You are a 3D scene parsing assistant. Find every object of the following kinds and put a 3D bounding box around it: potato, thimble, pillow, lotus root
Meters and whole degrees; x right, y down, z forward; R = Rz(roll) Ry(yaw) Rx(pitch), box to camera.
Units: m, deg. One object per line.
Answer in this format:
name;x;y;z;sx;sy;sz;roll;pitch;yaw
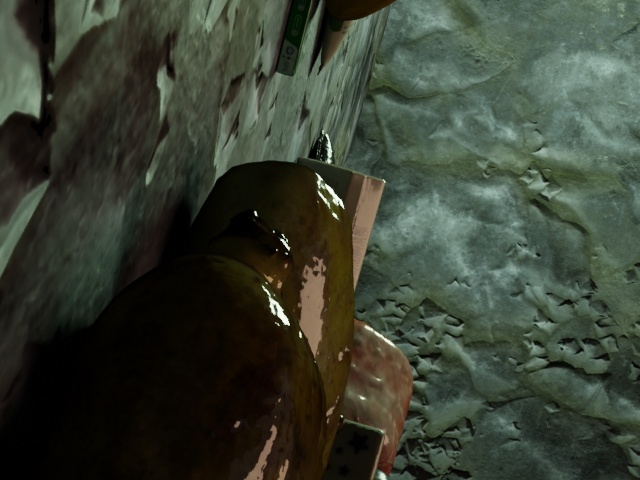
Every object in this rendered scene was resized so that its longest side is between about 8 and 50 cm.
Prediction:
potato;-0.042;0.084;0.741;0.176;0.141;0.298;-91;-166;-62
thimble;-0.009;0.201;1.294;0.239;0.239;0.162;103;6;-50
pillow;-0.014;-0.051;1.619;0.141;0.055;0.208;89;14;-53
lotus root;-0.064;0.097;0.491;0.145;0.128;0.260;85;18;-56

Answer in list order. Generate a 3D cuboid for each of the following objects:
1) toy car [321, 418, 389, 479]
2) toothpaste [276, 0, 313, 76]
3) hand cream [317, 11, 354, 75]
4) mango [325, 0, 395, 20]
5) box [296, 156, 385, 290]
toy car;-0.054;0.359;1.094;0.226;0.242;0.336;107;-1;-52
toothpaste;-0.021;-0.187;0.928;0.020;0.017;0.083;-75;-179;-73
hand cream;0.045;-0.320;1.209;0.095;0.059;0.276;-67;178;-51
mango;0.072;-0.301;1.091;0.195;0.098;0.137;-37;-164;33
box;0.000;0.000;1.373;0.141;0.058;0.201;24;-80;55
